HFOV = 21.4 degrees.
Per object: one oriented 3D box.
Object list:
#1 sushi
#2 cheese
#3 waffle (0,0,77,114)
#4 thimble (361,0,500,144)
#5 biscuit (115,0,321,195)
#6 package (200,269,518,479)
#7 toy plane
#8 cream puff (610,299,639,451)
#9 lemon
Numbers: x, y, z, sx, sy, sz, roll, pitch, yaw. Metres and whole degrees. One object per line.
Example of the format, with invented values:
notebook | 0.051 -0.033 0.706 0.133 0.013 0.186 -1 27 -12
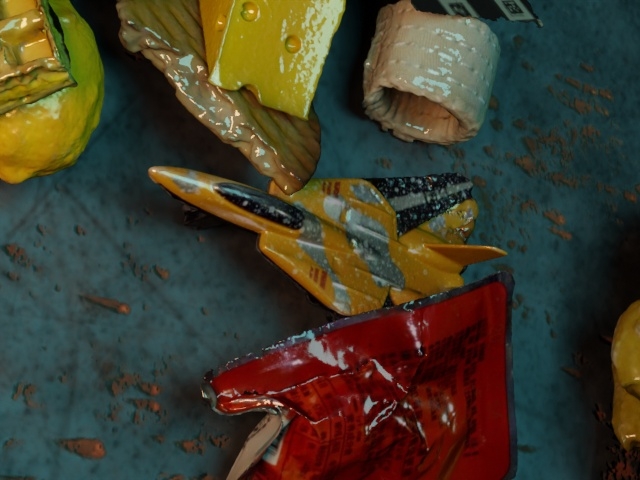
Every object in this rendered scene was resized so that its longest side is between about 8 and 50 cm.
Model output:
sushi | 0.103 -0.261 1.428 0.139 0.031 0.201 -1 49 -36
cheese | -0.041 -0.180 1.302 0.093 0.126 0.171 21 63 -34
waffle | -0.284 -0.142 1.127 0.211 0.055 0.160 -19 70 2
thimble | 0.092 -0.138 1.421 0.115 0.102 0.090 25 70 -30
biscuit | -0.080 -0.132 1.294 0.176 0.031 0.229 3 55 -46
package | 0.037 0.137 1.306 0.269 0.071 0.194 -8 120 -18
toy plane | -0.006 0.002 1.336 0.316 0.103 0.204 18 70 -25
cream puff | 0.380 0.117 1.513 0.324 0.257 0.291 57 8 29
lemon | -0.208 -0.114 1.196 0.114 0.114 0.155 12 75 -33
